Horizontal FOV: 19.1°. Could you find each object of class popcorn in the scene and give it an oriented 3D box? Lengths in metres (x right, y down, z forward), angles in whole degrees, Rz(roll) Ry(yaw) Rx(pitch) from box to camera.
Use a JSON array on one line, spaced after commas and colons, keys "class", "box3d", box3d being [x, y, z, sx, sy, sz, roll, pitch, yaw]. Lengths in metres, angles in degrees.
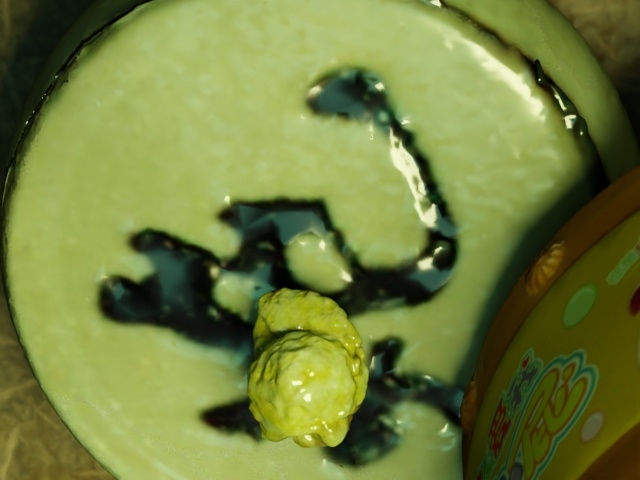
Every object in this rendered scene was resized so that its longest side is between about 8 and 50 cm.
[{"class": "popcorn", "box3d": [-0.007, 0.062, 0.931, 0.060, 0.068, 0.083, -9, 75, 4]}]

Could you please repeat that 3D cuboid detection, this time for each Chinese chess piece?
[{"class": "Chinese chess piece", "box3d": [0.000, 0.000, 1.017, 0.349, 0.146, 0.349, 3, 109, 8]}]

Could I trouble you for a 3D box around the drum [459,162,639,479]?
[{"class": "drum", "box3d": [0.276, 0.148, 0.869, 0.431, 0.214, 0.431, -1, 123, -2]}]
